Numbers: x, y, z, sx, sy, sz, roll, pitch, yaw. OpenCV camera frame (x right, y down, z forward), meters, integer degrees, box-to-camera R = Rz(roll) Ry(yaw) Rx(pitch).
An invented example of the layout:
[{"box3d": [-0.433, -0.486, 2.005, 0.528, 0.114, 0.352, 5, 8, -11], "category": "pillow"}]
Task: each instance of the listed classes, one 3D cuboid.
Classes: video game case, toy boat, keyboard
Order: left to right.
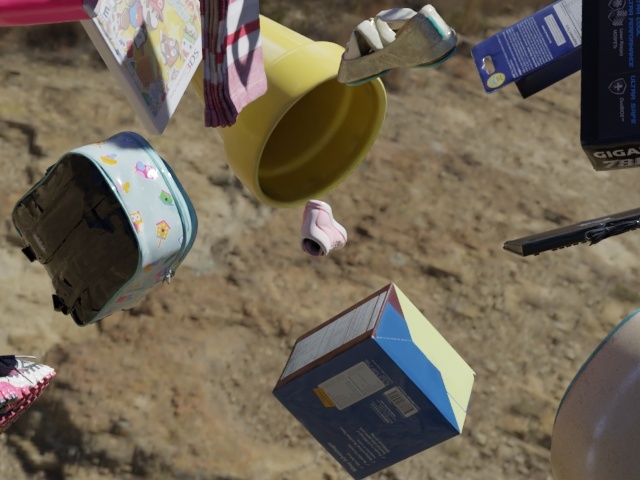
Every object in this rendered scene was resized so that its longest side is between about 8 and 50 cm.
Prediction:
[{"box3d": [-0.231, -0.295, 1.623, 0.026, 0.227, 0.206, 5, 55, 26], "category": "video game case"}, {"box3d": [0.486, -0.019, 2.016, 0.317, 0.033, 0.201, -15, 4, -8], "category": "keyboard"}, {"box3d": [0.409, 0.233, 1.437, 0.318, 0.267, 0.148, 37, 0, -27], "category": "toy boat"}]

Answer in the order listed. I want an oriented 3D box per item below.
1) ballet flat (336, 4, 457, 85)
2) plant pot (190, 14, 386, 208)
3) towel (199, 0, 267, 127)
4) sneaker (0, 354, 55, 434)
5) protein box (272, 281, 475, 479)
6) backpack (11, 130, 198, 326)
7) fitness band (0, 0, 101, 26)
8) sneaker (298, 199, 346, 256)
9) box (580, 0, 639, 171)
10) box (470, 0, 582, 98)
[{"box3d": [0.057, -0.171, 1.007, 0.057, 0.052, 0.168, -45, 20, -24], "category": "ballet flat"}, {"box3d": [-0.068, -0.217, 1.804, 0.254, 0.254, 0.239, -11, 46, -42], "category": "plant pot"}, {"box3d": [-0.098, -0.313, 1.377, 0.037, 0.329, 0.237, 2, 19, 8], "category": "towel"}, {"box3d": [-0.422, 0.179, 1.487, 0.112, 0.121, 0.299, 42, -3, 3], "category": "sneaker"}, {"box3d": [0.079, 0.209, 1.723, 0.200, 0.201, 0.136, 48, 34, -15], "category": "protein box"}, {"box3d": [-0.213, -0.020, 1.229, 0.144, 0.188, 0.166, -23, 78, -36], "category": "backpack"}, {"box3d": [-0.312, -0.273, 1.088, 0.290, 0.209, 0.054, -2, 69, 13], "category": "fitness band"}, {"box3d": [0.000, 0.000, 1.713, 0.050, 0.134, 0.070, 7, 68, 17], "category": "sneaker"}, {"box3d": [0.413, -0.226, 1.186, 0.293, 0.296, 0.073, -5, -24, 27], "category": "box"}, {"box3d": [0.307, -0.259, 1.513, 0.036, 0.225, 0.136, 55, 17, -32], "category": "box"}]
